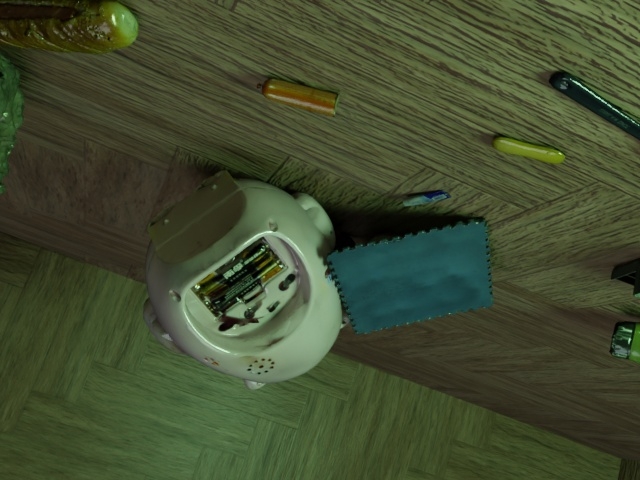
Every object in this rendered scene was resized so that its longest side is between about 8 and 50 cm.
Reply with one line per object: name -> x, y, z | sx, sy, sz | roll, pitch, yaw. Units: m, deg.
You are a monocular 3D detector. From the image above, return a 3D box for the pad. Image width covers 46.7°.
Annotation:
pad -> 0.163, 0.070, 1.277 | 0.269, 0.012, 0.269 | -12, 141, 5

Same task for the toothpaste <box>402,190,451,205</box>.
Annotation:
toothpaste -> 0.164, -0.065, 1.153 | 0.024, 0.015, 0.083 | 31, 154, -34

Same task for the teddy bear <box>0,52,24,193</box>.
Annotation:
teddy bear -> -0.636, -0.236, 1.123 | 0.367, 0.224, 0.357 | 24, 149, -13

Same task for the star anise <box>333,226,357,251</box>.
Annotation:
star anise -> 0.000, 0.000, 1.473 | 0.168, 0.057, 0.168 | 21, 167, 5

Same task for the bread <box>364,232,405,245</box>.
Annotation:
bread -> 0.141, 0.078, 1.462 | 0.152, 0.119, 0.288 | 20, 163, 4

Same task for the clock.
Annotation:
clock -> -0.113, 0.096, 1.318 | 0.377, 0.368, 0.250 | 56, 177, -33

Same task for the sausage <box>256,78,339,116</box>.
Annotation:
sausage -> -0.029, -0.183, 0.939 | 0.107, 0.031, 0.031 | 15, 164, 9

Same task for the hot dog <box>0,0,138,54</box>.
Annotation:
hot dog -> -0.355, -0.274, 0.946 | 0.286, 0.061, 0.088 | 10, 173, 31

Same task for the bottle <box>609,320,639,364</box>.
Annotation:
bottle -> 0.656, 0.201, 1.320 | 0.260, 0.112, 0.112 | 11, 163, 22

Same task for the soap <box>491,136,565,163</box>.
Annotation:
soap -> 0.253, -0.110, 0.905 | 0.089, 0.012, 0.034 | 16, 164, 9

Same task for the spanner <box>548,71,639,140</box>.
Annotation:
spanner -> 0.322, -0.124, 0.786 | 0.208, 0.012, 0.046 | 25, 164, -21

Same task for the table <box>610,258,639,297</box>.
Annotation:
table -> 0.547, 0.075, 1.115 | 0.146, 0.062, 0.175 | 20, 161, -7
